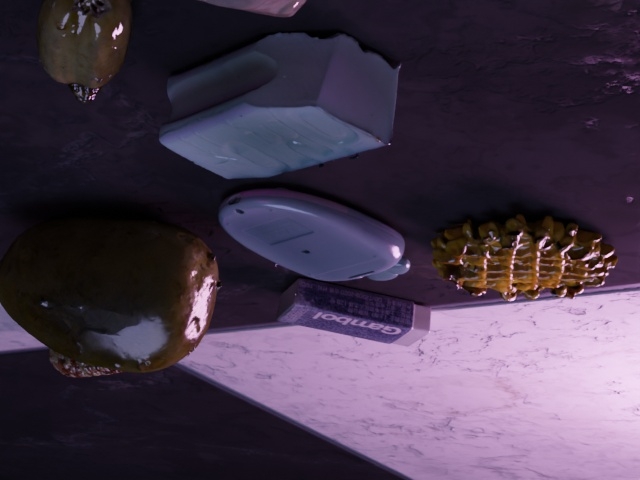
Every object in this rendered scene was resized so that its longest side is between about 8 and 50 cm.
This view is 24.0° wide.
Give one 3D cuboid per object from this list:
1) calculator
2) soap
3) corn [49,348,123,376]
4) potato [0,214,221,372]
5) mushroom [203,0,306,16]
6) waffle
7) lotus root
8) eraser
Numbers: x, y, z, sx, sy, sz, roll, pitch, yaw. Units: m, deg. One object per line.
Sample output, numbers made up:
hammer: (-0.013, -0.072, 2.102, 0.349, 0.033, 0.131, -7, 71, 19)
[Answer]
calculator: (0.000, 0.000, 1.961, 0.299, 0.041, 0.185, 26, 151, -38)
soap: (-0.040, -0.137, 1.564, 0.145, 0.091, 0.230, 24, 153, -39)
corn: (-0.328, 0.174, 2.441, 0.253, 0.086, 0.086, -10, 153, 30)
potato: (-0.282, 0.065, 2.008, 0.308, 0.210, 0.173, 9, -156, 11)
mushroom: (-0.030, -0.266, 1.199, 0.128, 0.128, 0.350, 15, 153, -21)
waffle: (0.261, 0.026, 1.949, 0.232, 0.051, 0.229, 20, 152, -32)
lotus root: (-0.231, -0.200, 1.473, 0.090, 0.077, 0.183, 15, 155, -3)
eraser: (0.049, 0.107, 2.213, 0.213, 0.046, 0.092, 12, 158, -16)
